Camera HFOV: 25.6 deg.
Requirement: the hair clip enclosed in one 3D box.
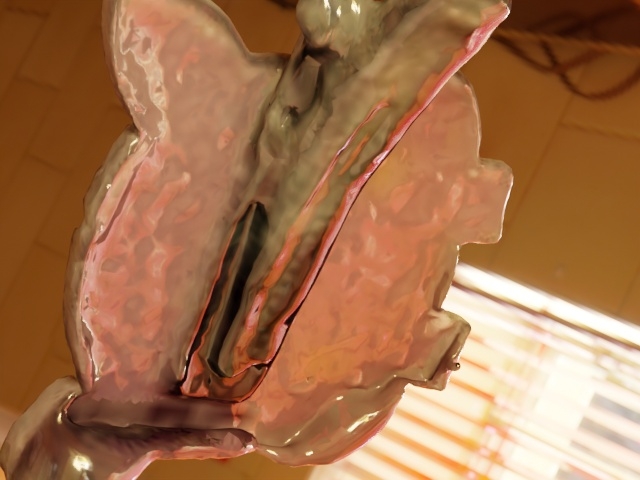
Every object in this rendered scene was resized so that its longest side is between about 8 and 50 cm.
[{"bbox_3d":[-0.004,-0.005,0.402,0.146,0.187,0.056,4,-148,-34],"label":"hair clip"}]
